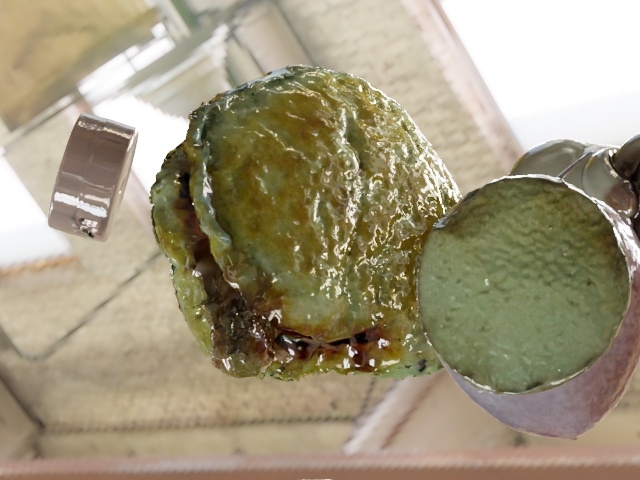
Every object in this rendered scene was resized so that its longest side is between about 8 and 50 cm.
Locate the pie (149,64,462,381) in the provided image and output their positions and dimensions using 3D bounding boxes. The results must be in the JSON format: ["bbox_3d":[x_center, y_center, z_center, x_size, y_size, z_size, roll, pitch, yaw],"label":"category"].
[{"bbox_3d":[0.017,-0.013,1.888,0.418,0.395,0.180,-5,159,-29],"label":"pie"}]

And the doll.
[{"bbox_3d":[0.367,-0.026,1.872,0.226,0.215,0.370,4,171,-26],"label":"doll"}]

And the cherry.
[{"bbox_3d":[0.202,0.058,1.491,0.213,0.266,0.183,-10,177,5],"label":"cherry"}]

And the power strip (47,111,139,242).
[{"bbox_3d":[-0.278,-0.075,1.944,0.154,0.078,0.154,-163,-90,-86],"label":"power strip"}]

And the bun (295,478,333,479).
[{"bbox_3d":[0.005,0.449,1.848,0.354,0.354,0.194,-20,-167,32],"label":"bun"}]

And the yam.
[{"bbox_3d":[0.157,0.028,1.221,0.161,0.161,0.268,-29,176,10],"label":"yam"}]
